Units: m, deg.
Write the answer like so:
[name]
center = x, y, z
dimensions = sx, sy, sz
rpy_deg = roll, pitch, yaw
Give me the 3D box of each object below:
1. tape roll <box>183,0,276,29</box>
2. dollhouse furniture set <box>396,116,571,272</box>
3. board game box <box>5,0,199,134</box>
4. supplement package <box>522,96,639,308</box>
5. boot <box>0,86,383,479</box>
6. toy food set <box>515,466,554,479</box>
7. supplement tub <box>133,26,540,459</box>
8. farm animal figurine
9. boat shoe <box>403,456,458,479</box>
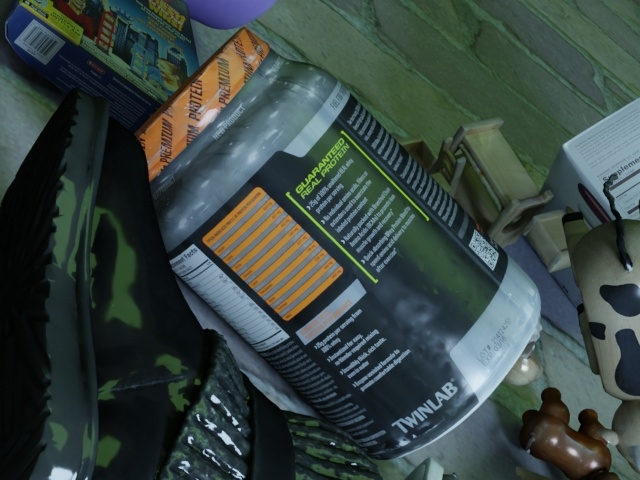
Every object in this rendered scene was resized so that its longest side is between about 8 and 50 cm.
[tape roll]
center = -0.097, -0.304, 1.405
dimensions = 0.080, 0.189, 0.189
rpy_deg = 19, 38, -44
[dollhouse furniture set]
center = 0.155, -0.018, 1.545
dimensions = 0.161, 0.101, 0.182
rpy_deg = -14, 63, -34
[board game box]
center = -0.177, -0.170, 1.247
dimensions = 0.194, 0.060, 0.194
rpy_deg = 36, 27, -22
[supplement package]
center = 0.358, -0.047, 1.595
dimensions = 0.145, 0.204, 0.262
rpy_deg = 56, -13, 16
[boot]
center = -0.087, 0.081, 0.949
dimensions = 0.260, 0.131, 0.348
rpy_deg = 22, 46, -29
[toy food set]
center = 0.194, 0.260, 1.266
dimensions = 0.078, 0.019, 0.122
rpy_deg = 25, 42, -38
[supplement tub]
center = 0.000, 0.000, 1.122
dimensions = 0.316, 0.193, 0.193
rpy_deg = 46, 26, -10
[farm animal figurine]
center = 0.301, 0.105, 1.255
dimensions = 0.327, 0.330, 0.172
rpy_deg = 57, 17, -23
[boat shoe]
center = 0.074, 0.235, 1.044
dimensions = 0.068, 0.081, 0.228
rpy_deg = 42, 24, -3
